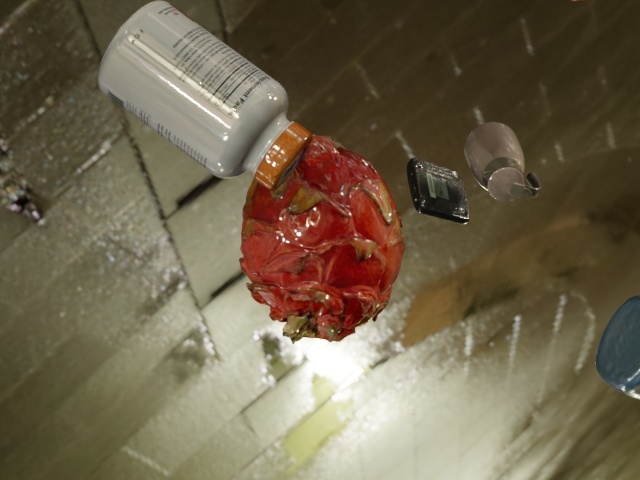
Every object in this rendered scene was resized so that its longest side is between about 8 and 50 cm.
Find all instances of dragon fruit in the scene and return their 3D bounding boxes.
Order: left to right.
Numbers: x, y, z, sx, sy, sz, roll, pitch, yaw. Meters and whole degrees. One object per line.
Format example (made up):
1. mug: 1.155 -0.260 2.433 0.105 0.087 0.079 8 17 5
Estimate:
1. dragon fruit: 0.000 0.000 1.766 0.277 0.277 0.343 29 67 -63

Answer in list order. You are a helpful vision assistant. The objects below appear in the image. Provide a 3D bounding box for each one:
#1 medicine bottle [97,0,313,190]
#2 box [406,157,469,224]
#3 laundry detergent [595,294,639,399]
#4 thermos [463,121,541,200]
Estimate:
1. medicine bottle: -0.152 -0.190 1.504 0.157 0.288 0.157 -53 176 -6
2. box: 0.227 -0.094 2.074 0.125 0.126 0.027 13 140 -27
3. laundry detergent: 0.523 0.181 1.619 0.290 0.094 0.143 24 90 -44
4. thermos: 0.341 -0.131 1.994 0.105 0.137 0.193 -60 -167 21
